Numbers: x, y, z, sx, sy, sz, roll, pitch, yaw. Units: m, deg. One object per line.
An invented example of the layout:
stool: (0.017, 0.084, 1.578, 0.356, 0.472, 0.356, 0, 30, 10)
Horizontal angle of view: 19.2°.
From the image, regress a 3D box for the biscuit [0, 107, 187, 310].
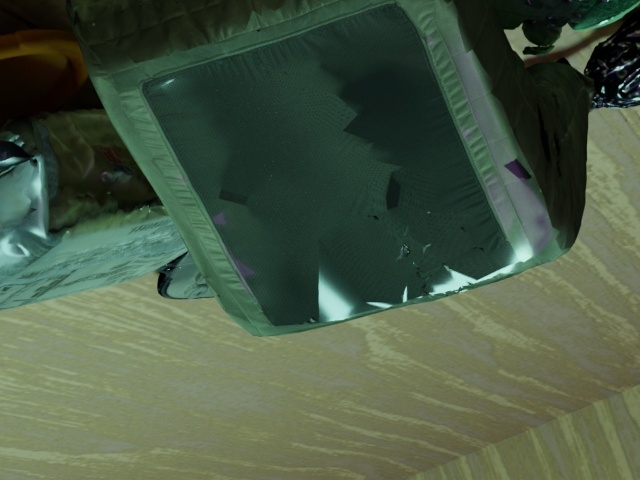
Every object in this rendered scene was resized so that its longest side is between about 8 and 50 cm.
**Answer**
biscuit: (-0.135, -0.021, 1.078, 0.186, 0.079, 0.309, -34, 168, 32)

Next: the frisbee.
frisbee: (-0.208, -0.066, 0.963, 0.192, 0.035, 0.192, -25, 172, -4)

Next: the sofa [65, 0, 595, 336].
sofa: (0.016, -0.087, 0.969, 0.210, 0.225, 0.176, -18, -150, 22)

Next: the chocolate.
chocolate: (0.165, -0.102, 1.276, 0.147, 0.072, 0.070, -17, -153, 21)

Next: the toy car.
toy car: (0.092, -0.149, 1.018, 0.186, 0.058, 0.093, 1, 151, -25)

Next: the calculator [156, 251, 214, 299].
calculator: (0.000, 0.000, 1.434, 0.268, 0.040, 0.177, -11, 161, -27)
